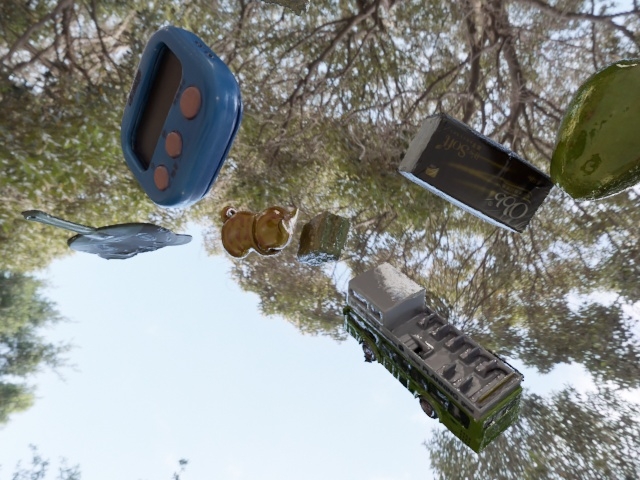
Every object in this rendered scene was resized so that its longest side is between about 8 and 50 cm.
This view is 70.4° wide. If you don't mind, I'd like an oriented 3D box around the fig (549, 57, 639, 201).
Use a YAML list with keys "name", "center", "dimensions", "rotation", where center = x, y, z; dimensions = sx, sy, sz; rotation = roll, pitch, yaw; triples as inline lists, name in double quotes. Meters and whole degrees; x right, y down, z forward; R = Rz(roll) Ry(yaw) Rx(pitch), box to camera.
- name: "fig"
  center: [0.652, -0.229, 0.997]
  dimensions: [0.258, 0.258, 0.326]
  rotation: [37, -77, 20]

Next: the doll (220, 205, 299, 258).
- name: "doll"
  center: [-0.205, -0.031, 1.511]
  dimensions: [0.270, 0.166, 0.162]
  rotation: [-3, -59, 22]

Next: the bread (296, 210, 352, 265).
- name: "bread"
  center: [0.000, 0.000, 1.349]
  dimensions: [0.102, 0.196, 0.138]
  rotation: [23, -108, -21]

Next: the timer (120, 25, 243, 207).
- name: "timer"
  center: [-0.307, -0.259, 0.977]
  dimensions: [0.309, 0.115, 0.340]
  rotation: [48, -59, 28]

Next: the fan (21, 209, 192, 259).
- name: "fan"
  center: [-0.285, -0.007, 0.600]
  dimensions: [0.153, 0.227, 0.008]
  rotation: [-14, -106, 15]

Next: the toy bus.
- name: "toy bus"
  center: [0.161, 0.166, 0.707]
  dimensions: [0.113, 0.139, 0.302]
  rotation: [-25, -139, -26]

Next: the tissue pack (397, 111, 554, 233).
- name: "tissue pack"
  center: [0.430, -0.187, 1.273]
  dimensions: [0.370, 0.210, 0.198]
  rotation: [27, -83, -6]

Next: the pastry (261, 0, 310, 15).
- name: "pastry"
  center: [-0.138, -0.612, 1.076]
  dimensions: [0.259, 0.089, 0.121]
  rotation: [17, -134, 3]
